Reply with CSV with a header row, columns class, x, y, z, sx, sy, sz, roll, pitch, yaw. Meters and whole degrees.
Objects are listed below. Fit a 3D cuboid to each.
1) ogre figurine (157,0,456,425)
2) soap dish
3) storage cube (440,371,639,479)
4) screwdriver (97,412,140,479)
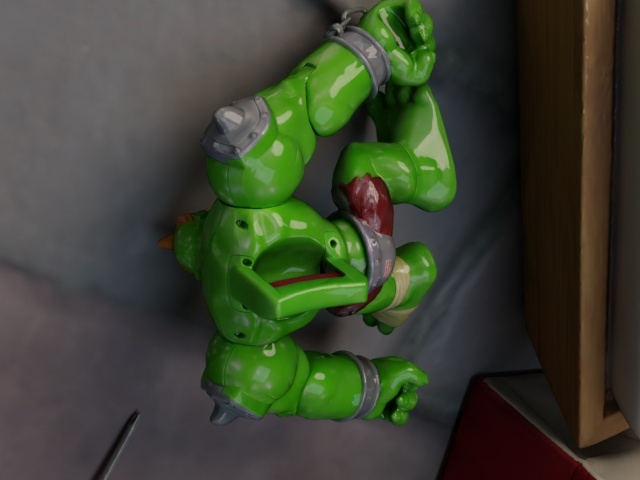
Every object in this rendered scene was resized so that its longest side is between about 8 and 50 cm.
class,x,y,z,sx,sy,sz,roll,pitch,yaw
ogre figurine,0.000,0.000,0.486,0.118,0.097,0.197,-15,135,-39
soap dish,0.206,-0.058,0.566,0.229,0.118,0.291,-22,126,-20
storage cube,0.184,0.201,0.658,0.215,0.183,0.193,1,115,-33
screwdriver,-0.125,0.158,0.545,0.025,0.024,0.170,33,95,-11
